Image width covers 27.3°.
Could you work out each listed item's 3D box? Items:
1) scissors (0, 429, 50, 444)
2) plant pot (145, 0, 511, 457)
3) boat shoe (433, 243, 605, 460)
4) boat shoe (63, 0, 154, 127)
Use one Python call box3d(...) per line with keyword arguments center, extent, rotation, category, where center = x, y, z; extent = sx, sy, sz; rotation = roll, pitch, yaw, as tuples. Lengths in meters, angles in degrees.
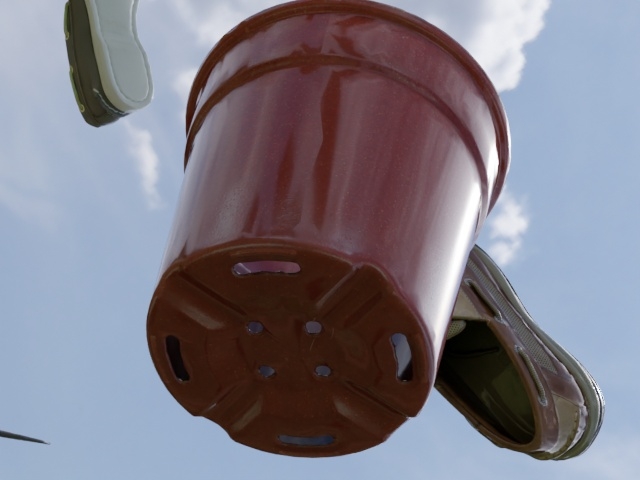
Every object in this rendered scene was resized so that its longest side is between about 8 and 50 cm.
box3d(center=(-0.441, 0.196, 1.442), extent=(0.109, 0.297, 0.021), rotation=(-32, -130, 26), category="scissors")
box3d(center=(0.000, 0.000, 0.988), extent=(0.273, 0.265, 0.272), rotation=(6, -52, 7), category="plant pot")
box3d(center=(0.131, 0.084, 1.270), extent=(0.324, 0.120, 0.122), rotation=(42, -67, 28), category="boat shoe")
box3d(center=(-0.301, -0.300, 1.787), extent=(0.091, 0.109, 0.305), rotation=(-26, -114, 36), category="boat shoe")
